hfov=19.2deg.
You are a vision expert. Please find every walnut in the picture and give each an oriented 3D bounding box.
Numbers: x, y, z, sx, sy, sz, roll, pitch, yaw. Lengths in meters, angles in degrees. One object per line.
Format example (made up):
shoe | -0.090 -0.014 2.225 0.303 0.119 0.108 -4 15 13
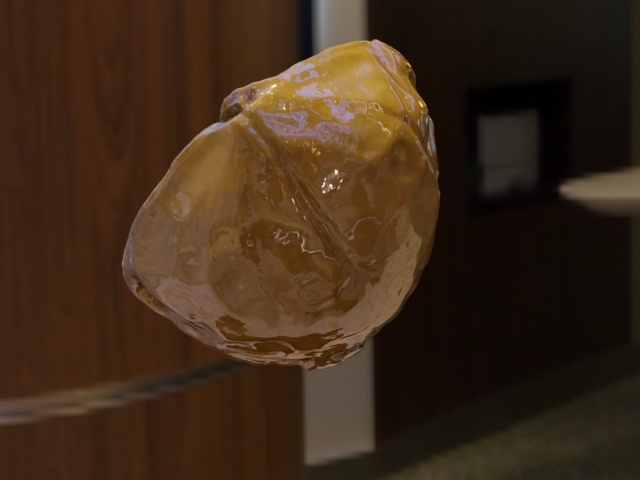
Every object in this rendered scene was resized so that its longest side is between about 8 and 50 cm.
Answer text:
walnut | 0.000 0.000 0.481 0.091 0.052 0.121 -38 -15 -7
